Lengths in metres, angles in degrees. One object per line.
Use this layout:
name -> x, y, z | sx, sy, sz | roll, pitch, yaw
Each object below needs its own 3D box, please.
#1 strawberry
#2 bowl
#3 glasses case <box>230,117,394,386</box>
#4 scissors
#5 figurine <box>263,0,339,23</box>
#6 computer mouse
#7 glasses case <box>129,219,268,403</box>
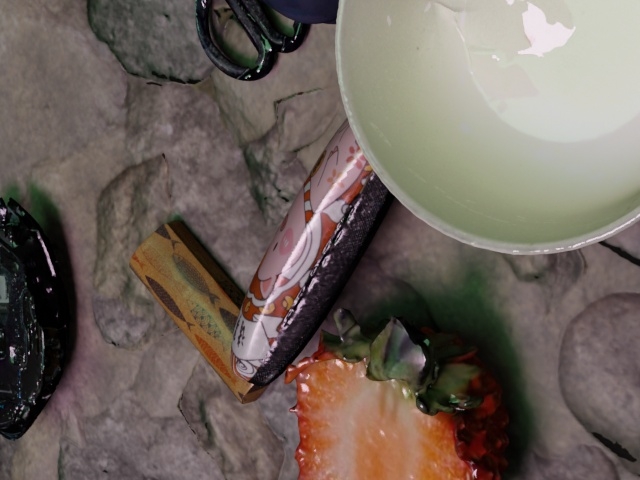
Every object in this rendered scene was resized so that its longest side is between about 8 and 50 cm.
strawberry -> 0.068, 0.167, 0.952 | 0.188, 0.106, 0.286 | 23, 122, 33
bowl -> 0.160, -0.133, 0.817 | 0.277, 0.145, 0.277 | 5, 100, 30
glasses case -> 0.000, 0.000, 0.959 | 0.067, 0.103, 0.266 | 28, 110, -7
scissors -> -0.109, -0.276, 1.042 | 0.109, 0.022, 0.300 | -37, 77, 27
figurine -> -0.010, -0.274, 0.908 | 0.145, 0.145, 0.222 | -11, 87, 34
computer mouse -> -0.301, 0.077, 1.186 | 0.147, 0.078, 0.241 | 1, 94, 33
glasses case -> -0.102, 0.064, 1.078 | 0.170, 0.041, 0.064 | 49, 119, 18
